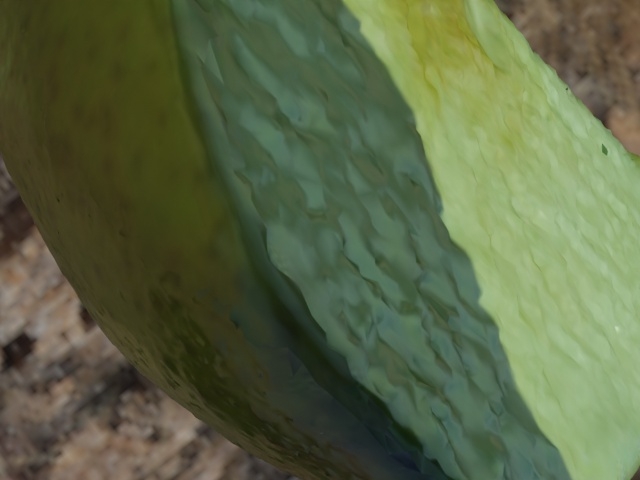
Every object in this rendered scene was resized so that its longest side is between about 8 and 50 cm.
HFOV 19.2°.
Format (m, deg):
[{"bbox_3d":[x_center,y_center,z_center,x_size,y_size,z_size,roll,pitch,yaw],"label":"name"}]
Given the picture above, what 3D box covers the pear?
[{"bbox_3d":[-0.005,0.000,0.559,0.139,0.239,0.288,-34,127,19],"label":"pear"}]
